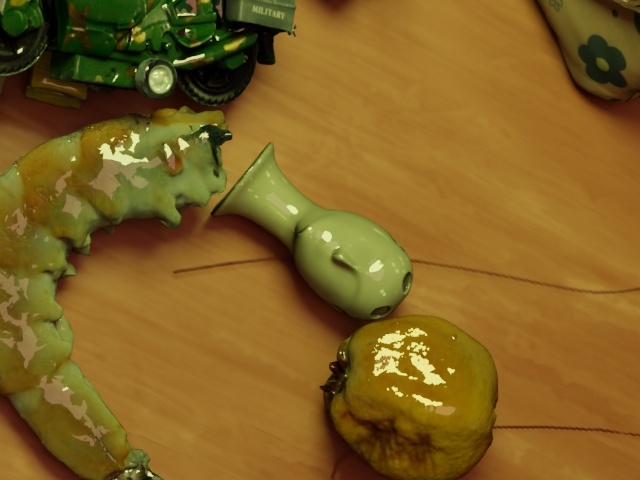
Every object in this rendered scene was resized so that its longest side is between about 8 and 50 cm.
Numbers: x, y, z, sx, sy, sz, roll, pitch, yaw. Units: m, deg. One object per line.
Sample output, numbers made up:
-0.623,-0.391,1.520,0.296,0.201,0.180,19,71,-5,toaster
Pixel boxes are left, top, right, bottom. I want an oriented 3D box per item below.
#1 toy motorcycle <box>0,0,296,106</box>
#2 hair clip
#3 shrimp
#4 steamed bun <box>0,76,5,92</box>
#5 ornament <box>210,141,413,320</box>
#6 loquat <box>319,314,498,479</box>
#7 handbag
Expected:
-0.137,-0.196,1.422,0.274,0.124,0.187,8,92,-40,toy motorcycle
-0.188,-0.189,1.487,0.072,0.046,0.173,14,78,-18,hair clip
-0.174,0.032,1.448,0.185,0.068,0.287,9,84,-5,shrimp
-0.315,-0.171,1.405,0.177,0.131,0.228,-17,90,-15,steamed bun
0.000,0.000,1.502,0.156,0.081,0.075,39,90,-5,ornament
0.068,0.118,1.492,0.137,0.113,0.137,0,87,-3,loquat
0.260,-0.255,1.545,0.190,0.193,0.251,-26,90,-13,handbag
